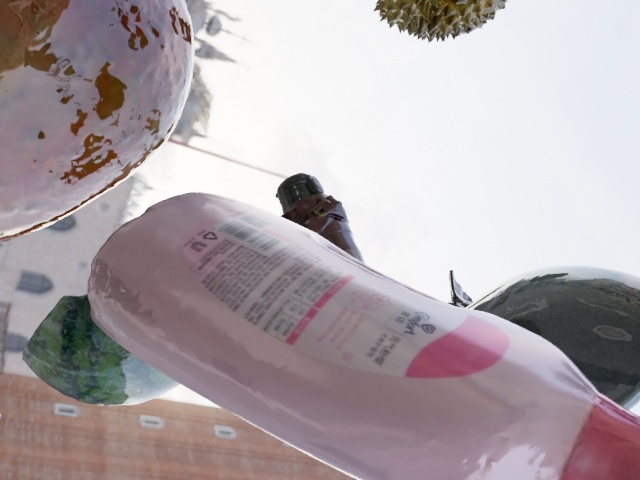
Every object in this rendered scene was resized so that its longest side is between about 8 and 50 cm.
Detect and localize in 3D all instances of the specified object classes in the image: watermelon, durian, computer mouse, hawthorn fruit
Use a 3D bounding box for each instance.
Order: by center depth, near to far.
[{"bbox_3d":[0.166,0.093,0.730,0.167,0.090,0.379,-46,-165,-33],"label":"computer mouse"},{"bbox_3d":[-0.336,-0.167,0.743,0.403,0.402,0.403,-36,-134,49],"label":"hawthorn fruit"},{"bbox_3d":[-0.308,0.145,1.189,0.180,0.305,0.224,39,-29,58],"label":"watermelon"},{"bbox_3d":[0.213,-0.410,1.316,0.249,0.138,0.183,-15,-160,41],"label":"durian"}]

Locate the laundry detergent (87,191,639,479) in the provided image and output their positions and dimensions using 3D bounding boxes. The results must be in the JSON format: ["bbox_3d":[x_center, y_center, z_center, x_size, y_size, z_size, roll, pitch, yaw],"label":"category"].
[{"bbox_3d":[0.043,0.070,0.403,0.335,0.159,0.088,24,-63,22],"label":"laundry detergent"}]

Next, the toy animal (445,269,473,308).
[{"bbox_3d":[0.290,0.149,1.234,0.185,0.122,0.298,-54,-138,-3],"label":"toy animal"}]

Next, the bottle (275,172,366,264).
[{"bbox_3d":[0.000,0.000,1.429,0.156,0.143,0.271,-32,-106,31],"label":"bottle"}]
